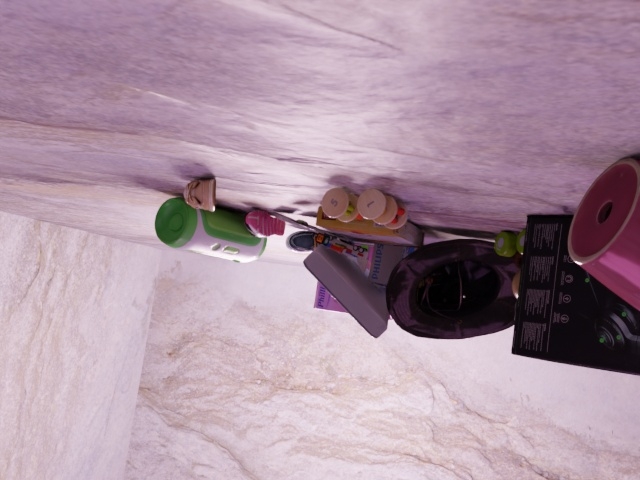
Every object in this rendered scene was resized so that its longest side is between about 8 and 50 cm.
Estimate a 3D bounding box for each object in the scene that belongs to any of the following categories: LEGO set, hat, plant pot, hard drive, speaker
[{"bbox_3d":[0.000,0.000,1.516,0.182,0.060,0.244,19,-177,-23],"label":"LEGO set"},{"bbox_3d":[0.313,0.087,1.563,0.331,0.331,0.134,9,-145,-3],"label":"hat"},{"bbox_3d":[0.389,0.004,0.749,0.180,0.201,0.201,24,172,-6],"label":"plant pot"},{"bbox_3d":[0.075,0.097,1.620,0.233,0.047,0.353,46,-171,0],"label":"hard drive"},{"bbox_3d":[-0.260,-0.021,1.646,0.131,0.131,0.296,4,173,33],"label":"speaker"}]

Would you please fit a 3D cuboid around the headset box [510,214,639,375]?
[{"bbox_3d":[0.480,0.089,1.100,0.283,0.246,0.131,1,170,45],"label":"headset box"}]

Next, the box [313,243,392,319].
[{"bbox_3d":[0.113,0.121,2.075,0.243,0.213,0.117,9,174,-2],"label":"box"}]

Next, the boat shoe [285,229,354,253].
[{"bbox_3d":[0.000,0.004,1.864,0.183,0.065,0.083,3,175,-21],"label":"boat shoe"}]

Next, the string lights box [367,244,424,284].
[{"bbox_3d":[0.200,0.058,1.730,0.077,0.133,0.260,8,175,21],"label":"string lights box"}]

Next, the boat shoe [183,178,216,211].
[{"bbox_3d":[-0.231,-0.086,1.285,0.059,0.063,0.170,4,176,-14],"label":"boat shoe"}]

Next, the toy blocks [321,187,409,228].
[{"bbox_3d":[0.088,-0.053,1.203,0.123,0.054,0.148,4,173,29],"label":"toy blocks"}]

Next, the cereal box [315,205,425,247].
[{"bbox_3d":[0.114,-0.025,1.463,0.173,0.047,0.240,6,174,24],"label":"cereal box"}]

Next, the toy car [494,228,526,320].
[{"bbox_3d":[0.442,0.084,1.363,0.155,0.188,0.149,10,174,-19],"label":"toy car"}]

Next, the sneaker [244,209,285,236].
[{"bbox_3d":[-0.150,-0.037,1.635,0.075,0.063,0.170,-1,176,23],"label":"sneaker"}]
